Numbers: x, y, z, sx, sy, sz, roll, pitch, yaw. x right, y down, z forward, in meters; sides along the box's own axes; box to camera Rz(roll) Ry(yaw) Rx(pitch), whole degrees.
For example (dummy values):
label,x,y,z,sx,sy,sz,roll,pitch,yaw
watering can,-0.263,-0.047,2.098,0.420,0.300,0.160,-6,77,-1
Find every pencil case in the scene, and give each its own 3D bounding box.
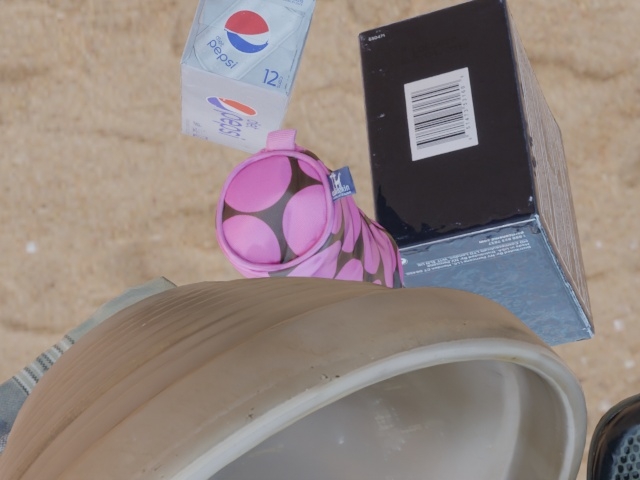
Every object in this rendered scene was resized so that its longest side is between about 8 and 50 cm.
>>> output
label,x,y,z,sx,sy,sz,roll,pitch,yaw
pencil case,0.000,0.000,1.055,0.095,0.098,0.209,-9,162,12

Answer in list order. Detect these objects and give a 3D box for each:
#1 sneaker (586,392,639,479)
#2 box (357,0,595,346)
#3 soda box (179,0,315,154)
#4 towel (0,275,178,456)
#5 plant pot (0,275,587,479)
label,x,y,z,sx,sy,sz,roll,pitch,yaw
sneaker,0.144,0.160,0.514,0.087,0.227,0.130,-11,168,10
box,0.176,-0.058,1.689,0.182,0.296,0.294,-14,147,17
soda box,-0.071,-0.154,1.377,0.098,0.091,0.286,16,171,-2
towel,-0.100,0.164,0.717,0.312,0.324,0.056,-40,137,-24
plant pot,-0.032,0.093,0.521,0.237,0.110,0.237,-25,140,-23
